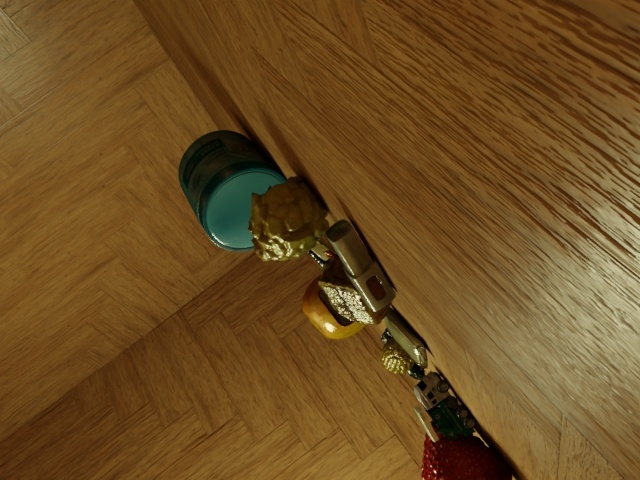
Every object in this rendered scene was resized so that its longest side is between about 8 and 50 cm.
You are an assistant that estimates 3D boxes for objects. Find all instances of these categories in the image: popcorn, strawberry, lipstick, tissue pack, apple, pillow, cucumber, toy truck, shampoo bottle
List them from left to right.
[{"bbox_3d":[-0.313,-0.187,2.181,0.343,0.331,0.331,51,175,48],"label":"shampoo bottle"},{"bbox_3d":[-0.100,-0.064,1.666,0.249,0.249,0.225,74,173,-78],"label":"popcorn"},{"bbox_3d":[0.059,0.263,2.446,0.286,0.233,0.286,52,174,7],"label":"apple"},{"bbox_3d":[0.096,0.059,1.461,0.253,0.079,0.077,58,175,-36],"label":"lipstick"},{"bbox_3d":[0.306,0.431,2.266,0.245,0.067,0.067,55,176,0],"label":"cucumber"},{"bbox_3d":[0.245,0.279,1.776,0.208,0.053,0.119,49,170,45],"label":"pillow"},{"bbox_3d":[0.326,0.563,1.867,0.108,0.023,0.056,60,176,-3],"label":"tissue pack"},{"bbox_3d":[0.376,0.517,1.867,0.216,0.116,0.110,54,176,-9],"label":"toy truck"},{"bbox_3d":[0.451,0.734,1.937,0.311,0.267,0.351,20,-151,-31],"label":"strawberry"}]

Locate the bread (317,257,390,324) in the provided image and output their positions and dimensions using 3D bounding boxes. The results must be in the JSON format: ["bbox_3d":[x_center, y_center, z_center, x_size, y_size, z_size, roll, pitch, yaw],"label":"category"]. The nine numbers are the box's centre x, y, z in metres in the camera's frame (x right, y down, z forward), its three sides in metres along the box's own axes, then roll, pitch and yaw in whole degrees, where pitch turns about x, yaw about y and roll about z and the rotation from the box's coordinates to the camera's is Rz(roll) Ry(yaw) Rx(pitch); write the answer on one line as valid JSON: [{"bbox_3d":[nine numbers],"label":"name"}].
[{"bbox_3d":[0.092,0.148,1.729,0.181,0.096,0.222,14,151,33],"label":"bread"}]

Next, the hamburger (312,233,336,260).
[{"bbox_3d":[0.000,0.000,2.000,0.141,0.081,0.126,41,-173,-33],"label":"hamburger"}]

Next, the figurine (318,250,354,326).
[{"bbox_3d":[0.067,0.117,1.915,0.183,0.160,0.226,48,165,43],"label":"figurine"}]

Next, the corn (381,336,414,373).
[{"bbox_3d":[0.257,0.371,1.987,0.119,0.119,0.322,52,173,19],"label":"corn"}]

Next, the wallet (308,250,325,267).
[{"bbox_3d":[0.013,0.057,2.180,0.323,0.041,0.247,41,-170,-35],"label":"wallet"}]
